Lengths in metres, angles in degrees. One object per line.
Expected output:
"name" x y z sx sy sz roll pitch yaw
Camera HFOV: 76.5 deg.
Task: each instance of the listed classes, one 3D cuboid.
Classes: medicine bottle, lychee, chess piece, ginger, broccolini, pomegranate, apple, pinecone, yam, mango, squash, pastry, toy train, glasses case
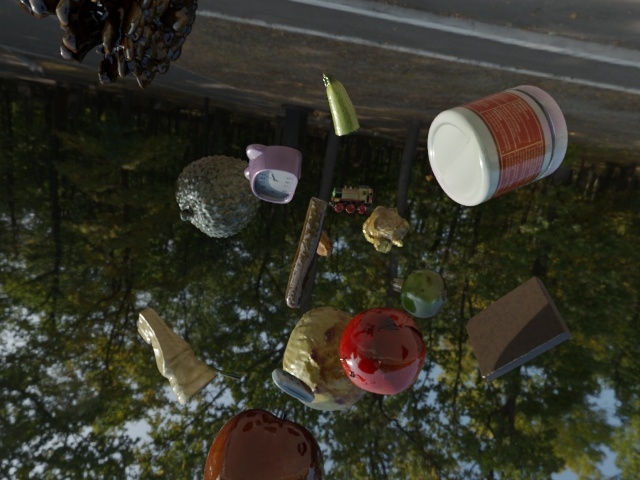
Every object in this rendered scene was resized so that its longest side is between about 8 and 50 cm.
"medicine bottle" 0.442 -0.242 1.049 0.241 0.252 0.252 -20 -159 -10
"lychee" -0.312 -0.140 1.262 0.255 0.255 0.274 23 -124 43
"chess piece" -0.307 0.232 0.838 0.200 0.090 0.090 49 -156 7
"ginger" 0.230 -0.041 1.423 0.102 0.157 0.216 41 -171 -37
"broccolini" -0.335 0.380 1.203 0.218 0.042 0.044 12 -155 4
"pomegranate" 0.349 0.181 1.462 0.210 0.180 0.180 13 -166 39
"apple" -0.103 0.414 0.717 0.234 0.234 0.234 9 -166 -2
"pinecone" -0.427 -0.532 0.835 0.398 0.397 0.398 9 -166 -2
"yam" -0.034 0.034 0.910 0.046 0.264 0.046 14 -164 -4
"mango" 0.000 0.000 1.423 0.063 0.127 0.077 -36 -171 -41
"squash" 0.061 -0.487 1.438 0.094 0.224 0.094 -19 -150 12
"pastry" 0.050 0.445 1.534 0.313 0.388 0.388 5 -170 31
"toy train" 0.098 -0.132 1.285 0.138 0.087 0.050 4 -163 3
"glasses case" -0.085 0.466 1.303 0.178 0.045 0.067 42 -176 -31
"pomegranate" 0.157 0.264 0.979 0.235 0.210 0.210 12 -171 -41

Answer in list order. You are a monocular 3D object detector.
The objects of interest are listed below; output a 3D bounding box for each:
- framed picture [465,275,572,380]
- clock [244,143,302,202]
"framed picture" 0.351 0.161 0.743 0.023 0.168 0.128 28 -145 -22
"clock" -0.099 -0.129 0.811 0.110 0.050 0.152 9 159 -10
